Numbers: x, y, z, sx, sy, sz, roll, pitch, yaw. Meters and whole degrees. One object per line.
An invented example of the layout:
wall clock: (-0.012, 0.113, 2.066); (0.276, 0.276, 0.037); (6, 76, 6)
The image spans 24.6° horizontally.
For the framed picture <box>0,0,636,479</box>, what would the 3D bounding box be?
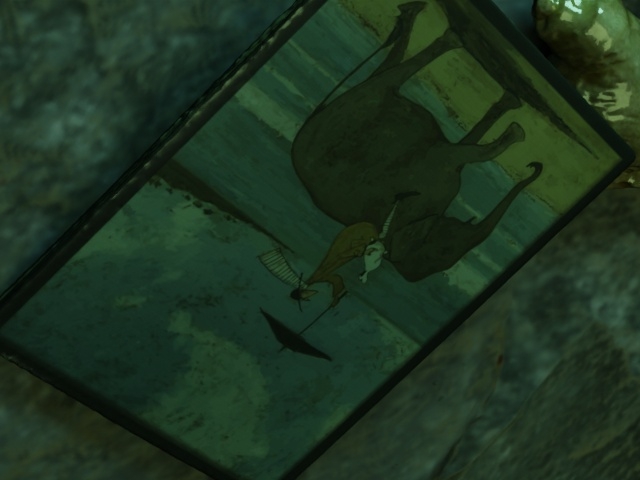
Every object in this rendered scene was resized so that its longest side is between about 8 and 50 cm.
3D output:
framed picture: (0.000, 0.000, 0.886); (0.347, 0.016, 0.265); (-43, 129, 10)

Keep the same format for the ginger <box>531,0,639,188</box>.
ginger: (0.209, -0.097, 0.959); (0.213, 0.074, 0.137); (7, 106, -37)
